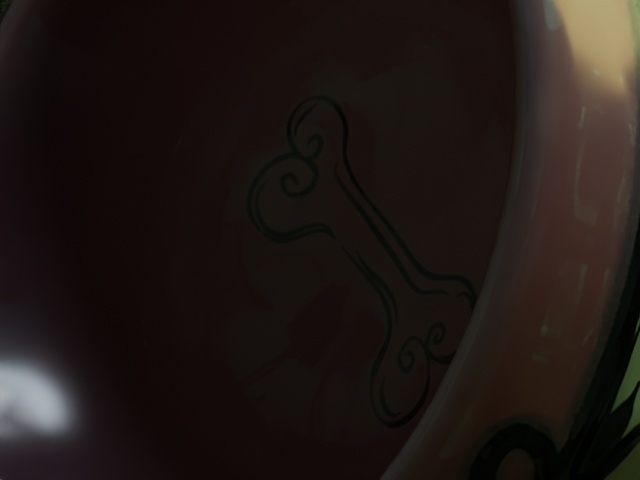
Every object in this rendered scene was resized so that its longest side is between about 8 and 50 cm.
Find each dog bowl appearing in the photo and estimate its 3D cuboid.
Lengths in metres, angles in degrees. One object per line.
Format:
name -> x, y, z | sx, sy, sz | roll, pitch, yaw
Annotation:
dog bowl -> 0.000, 0.000, 0.716 | 0.150, 0.408, 0.408 | 20, 19, -42
